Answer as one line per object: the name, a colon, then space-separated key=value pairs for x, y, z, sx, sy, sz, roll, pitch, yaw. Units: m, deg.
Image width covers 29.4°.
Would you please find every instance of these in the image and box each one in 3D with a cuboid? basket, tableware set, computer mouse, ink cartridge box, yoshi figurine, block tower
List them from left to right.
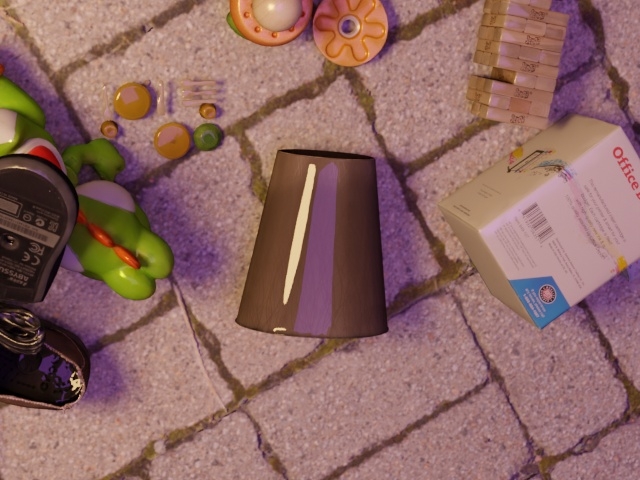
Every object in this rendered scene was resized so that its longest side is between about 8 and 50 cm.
computer mouse: x=-0.353 y=-0.004 z=1.366 sx=0.188 sy=0.072 sz=0.272 roll=27 pitch=125 yaw=-12
yoshi figurine: x=-0.336 y=-0.061 z=1.490 sx=0.362 sy=0.203 sz=0.203 roll=43 pitch=120 yaw=-7
tableware set: x=-0.204 y=-0.155 z=1.559 sx=0.154 sy=0.024 sz=0.104 roll=-6 pitch=107 yaw=-13
basket: x=0.000 y=0.000 z=1.579 sx=0.204 sy=0.154 sz=0.226 roll=3 pitch=98 yaw=-15
block tower: x=0.273 y=-0.322 z=1.595 sx=0.097 sy=0.091 sz=0.335 roll=9 pitch=100 yaw=-16
ink cartridge box: x=0.314 y=-0.032 z=1.631 sx=0.233 sy=0.168 sz=0.171 roll=-35 pitch=109 yaw=-3

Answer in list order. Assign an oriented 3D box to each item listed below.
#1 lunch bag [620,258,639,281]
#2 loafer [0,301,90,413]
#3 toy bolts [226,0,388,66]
lunch bag: x=0.453 y=0.005 z=1.734 sx=0.071 sy=0.053 sz=0.083 roll=-22 pitch=116 yaw=-5
loafer: x=-0.431 y=0.115 z=1.467 sx=0.366 sy=0.130 sz=0.133 roll=19 pitch=90 yaw=-29
toy bolts: x=0.016 y=-0.326 z=1.497 sx=0.218 sy=0.158 sz=0.228 roll=20 pitch=97 yaw=-17
